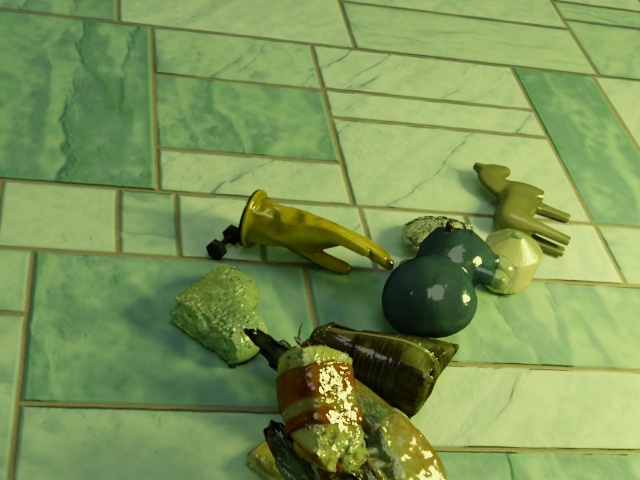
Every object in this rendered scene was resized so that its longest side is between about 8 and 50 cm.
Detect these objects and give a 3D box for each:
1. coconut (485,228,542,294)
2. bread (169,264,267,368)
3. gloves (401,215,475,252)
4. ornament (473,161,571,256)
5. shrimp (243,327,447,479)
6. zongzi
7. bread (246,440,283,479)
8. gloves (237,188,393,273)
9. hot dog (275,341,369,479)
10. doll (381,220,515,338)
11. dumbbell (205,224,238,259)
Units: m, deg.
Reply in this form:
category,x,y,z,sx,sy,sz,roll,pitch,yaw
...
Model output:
category,x,y,z,sx,sy,sz,roll,pitch,yaw
coconut,0.376,0.034,2.107,0.116,0.122,0.116,9,39,-7
bread,-0.180,0.119,1.869,0.172,0.064,0.232,6,38,-14
gloves,0.240,-0.012,2.160,0.153,0.070,0.114,4,40,-11
ornament,0.436,-0.083,2.320,0.244,0.061,0.230,23,37,5
shrimp,0.009,0.303,1.658,0.445,0.085,0.272,46,43,18
zongzi,0.102,0.193,1.858,0.247,0.111,0.241,20,21,16
bread,-0.069,0.345,1.650,0.083,0.035,0.070,31,41,24
gloves,0.000,0.000,2.005,0.294,0.116,0.133,18,10,13
hot dog,-0.001,0.253,1.582,0.146,0.103,0.213,18,54,-37
doll,0.226,0.084,1.976,0.228,0.154,0.258,8,47,31
dumbbell,-0.184,0.003,2.032,0.040,0.036,0.083,25,39,16
